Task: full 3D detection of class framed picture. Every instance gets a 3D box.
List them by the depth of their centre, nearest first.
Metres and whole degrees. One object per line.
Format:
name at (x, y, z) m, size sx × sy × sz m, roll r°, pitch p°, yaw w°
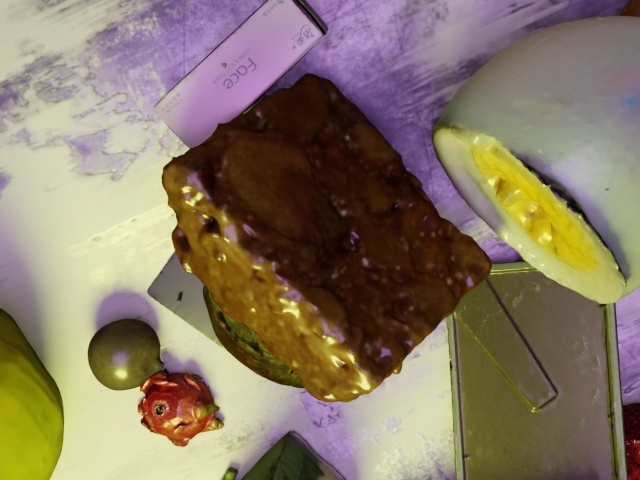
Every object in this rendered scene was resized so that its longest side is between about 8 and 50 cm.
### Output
framed picture at (0.306, 0.196, 1.920) m, size 0.247 × 0.022 × 0.335 m, roll -5°, pitch 87°, yaw 16°

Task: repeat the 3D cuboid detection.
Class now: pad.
pad at (-0.118, 0.020, 1.972) m, size 0.159 × 0.009 × 0.265 m, roll 36°, pitch 100°, yaw -6°

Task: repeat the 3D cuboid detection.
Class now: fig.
fig at (-0.509, 0.261, 1.875) m, size 0.343 × 0.343 × 0.343 m, roll 0°, pitch 100°, yaw 1°

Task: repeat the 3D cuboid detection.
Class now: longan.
longan at (-0.283, 0.167, 1.958) m, size 0.113 × 0.092 × 0.113 m, roll 1°, pitch 78°, yaw -7°

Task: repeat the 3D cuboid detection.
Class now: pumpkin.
pumpkin at (-0.081, 0.133, 1.900) m, size 0.312 × 0.169 × 0.148 m, roll 41°, pitch 106°, yaw -5°

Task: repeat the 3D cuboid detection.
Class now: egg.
egg at (0.377, -0.144, 1.774) m, size 0.340 × 0.354 × 0.354 m, roll -45°, pitch 97°, yaw -10°

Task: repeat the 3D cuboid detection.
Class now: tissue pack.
tissue pack at (-0.105, -0.240, 1.855) m, size 0.246 × 0.148 × 0.092 m, roll -42°, pitch 98°, yaw 10°

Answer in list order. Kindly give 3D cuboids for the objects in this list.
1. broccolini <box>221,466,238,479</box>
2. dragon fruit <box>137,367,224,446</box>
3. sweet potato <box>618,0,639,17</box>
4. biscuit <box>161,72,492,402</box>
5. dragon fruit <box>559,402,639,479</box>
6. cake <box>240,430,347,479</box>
broccolini at (-0.196, 0.444, 2.032) m, size 0.051 × 0.054 × 0.239 m, roll 39°, pitch 96°, yaw 17°
dragon fruit at (-0.215, 0.251, 1.985) m, size 0.112 × 0.068 × 0.126 m, roll -30°, pitch 97°, yaw 6°
sweet potato at (0.477, -0.324, 1.874) m, size 0.255 × 0.058 × 0.078 m, roll -34°, pitch 118°, yaw 11°
biscuit at (0.000, 0.000, 1.792) m, size 0.395 × 0.342 × 0.166 m, roll 49°, pitch 138°, yaw 3°
dragon fruit at (0.477, 0.332, 1.966) m, size 0.274 × 0.126 × 0.161 m, roll -5°, pitch 110°, yaw 16°
cake at (-0.065, 0.425, 1.911) m, size 0.158 × 0.283 × 0.172 m, roll 44°, pitch 106°, yaw -5°
